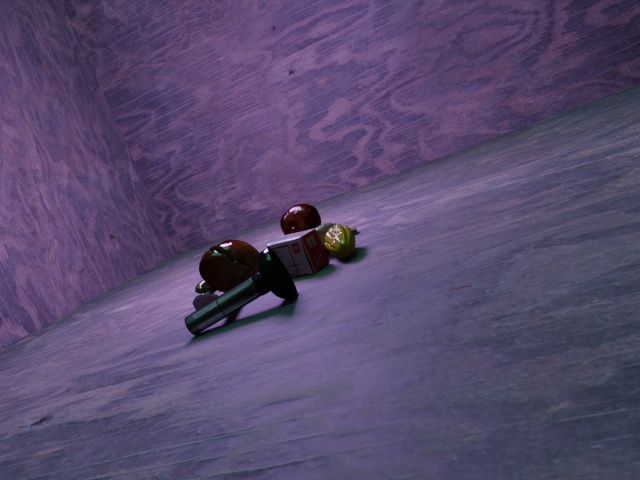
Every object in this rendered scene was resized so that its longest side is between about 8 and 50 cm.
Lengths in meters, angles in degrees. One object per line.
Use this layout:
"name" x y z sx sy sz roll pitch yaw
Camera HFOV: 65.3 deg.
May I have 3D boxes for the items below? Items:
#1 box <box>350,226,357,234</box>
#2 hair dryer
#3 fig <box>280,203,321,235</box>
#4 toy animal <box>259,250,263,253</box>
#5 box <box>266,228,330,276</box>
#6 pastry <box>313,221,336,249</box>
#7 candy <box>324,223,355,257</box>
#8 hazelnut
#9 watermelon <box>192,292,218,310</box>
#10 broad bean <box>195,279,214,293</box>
"box" 0.106 -0.027 1.987 0.083 0.024 0.053 -20 10 7
"hair dryer" -0.230 0.130 1.484 0.320 0.156 0.284 -28 18 13
"fig" -0.078 -0.059 2.236 0.190 0.191 0.290 -22 -8 -1
"toy animal" -0.214 0.036 2.332 0.075 0.041 0.217 -31 8 -40
"box" -0.080 0.047 1.653 0.182 0.133 0.099 -10 14 44
"pastry" 0.000 0.000 1.807 0.166 0.088 0.166 -31 -6 -3
"candy" 0.070 0.010 1.639 0.106 0.094 0.199 -56 11 7
"hazelnut" -0.319 0.088 1.798 0.181 0.181 0.212 -4 39 54
"watermelon" -0.359 0.204 1.593 0.084 0.092 0.072 -32 49 -10
"broad bean" -0.425 0.164 2.041 0.098 0.056 0.318 -27 3 12
